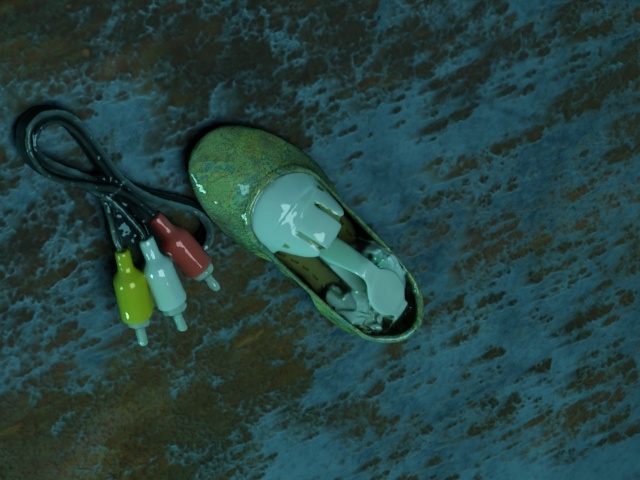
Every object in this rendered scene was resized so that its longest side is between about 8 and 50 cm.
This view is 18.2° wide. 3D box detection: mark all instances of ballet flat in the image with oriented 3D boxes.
[{"bbox_3d":[0.000,0.000,2.089,0.123,0.123,0.348,-46,131,-1],"label":"ballet flat"}]

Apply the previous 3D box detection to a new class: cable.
[{"bbox_3d":[-0.186,-0.032,1.980,0.139,0.072,0.287,-39,130,-15],"label":"cable"}]
